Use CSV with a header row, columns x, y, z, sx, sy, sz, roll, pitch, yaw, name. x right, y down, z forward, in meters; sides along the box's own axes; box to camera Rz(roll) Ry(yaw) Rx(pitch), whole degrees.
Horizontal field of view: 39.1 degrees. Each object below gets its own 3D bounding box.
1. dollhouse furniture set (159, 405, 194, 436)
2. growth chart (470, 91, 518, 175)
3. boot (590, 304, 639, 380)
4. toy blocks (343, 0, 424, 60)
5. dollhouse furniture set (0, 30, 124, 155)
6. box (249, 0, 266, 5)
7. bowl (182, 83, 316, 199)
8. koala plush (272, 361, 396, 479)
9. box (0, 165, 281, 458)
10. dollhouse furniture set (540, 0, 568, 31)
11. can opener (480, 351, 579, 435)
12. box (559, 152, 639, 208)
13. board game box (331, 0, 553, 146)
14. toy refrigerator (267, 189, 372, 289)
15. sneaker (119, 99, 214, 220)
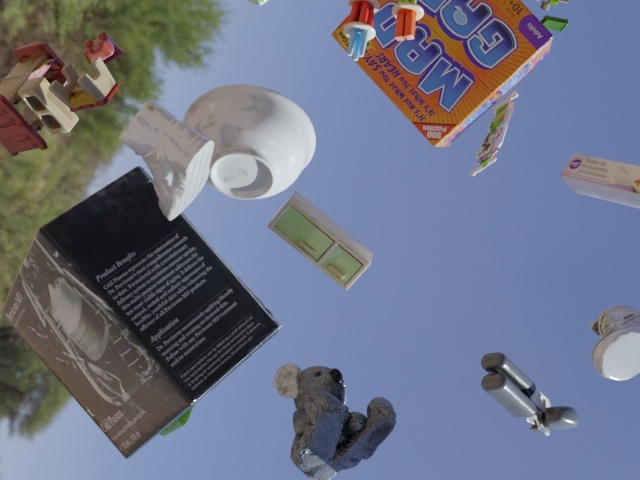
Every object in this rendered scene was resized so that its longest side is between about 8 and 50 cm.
x,y,z,sx,sy,sz,roll,pitch,yaw,name
-0.430,0.354,2.486,0.151,0.197,0.302,-40,-156,47,dollhouse furniture set
0.451,-0.275,2.341,0.237,0.021,0.172,-68,-172,-21,growth chart
0.550,0.184,1.671,0.123,0.258,0.095,14,-71,49,boot
0.101,-0.351,1.430,0.054,0.123,0.148,108,-8,-75,toy blocks
-0.538,-0.318,1.907,0.374,0.152,0.201,-4,-133,34,dollhouse furniture set
-0.080,-0.638,1.684,0.058,0.232,0.322,32,-33,50,box
-0.163,-0.185,1.955,0.298,0.297,0.134,-52,-156,43,bowl
0.004,0.334,1.785,0.203,0.196,0.221,-60,-146,24,koala plush
-0.419,0.176,2.022,0.297,0.472,0.480,-38,176,-38,box
0.567,-0.588,2.192,0.076,0.058,0.152,127,-32,-64,dollhouse furniture set
0.374,0.270,1.576,0.095,0.283,0.076,-12,-122,29,can opener
0.616,-0.105,1.754,0.063,0.067,0.324,-54,-146,-9,box
0.302,-0.474,2.169,0.356,0.356,0.356,-43,176,13,board game box
0.000,0.000,2.351,0.102,0.269,0.094,-48,-173,20,toy refrigerator
-0.304,-0.161,1.734,0.108,0.169,0.292,-49,175,-30,sneaker
